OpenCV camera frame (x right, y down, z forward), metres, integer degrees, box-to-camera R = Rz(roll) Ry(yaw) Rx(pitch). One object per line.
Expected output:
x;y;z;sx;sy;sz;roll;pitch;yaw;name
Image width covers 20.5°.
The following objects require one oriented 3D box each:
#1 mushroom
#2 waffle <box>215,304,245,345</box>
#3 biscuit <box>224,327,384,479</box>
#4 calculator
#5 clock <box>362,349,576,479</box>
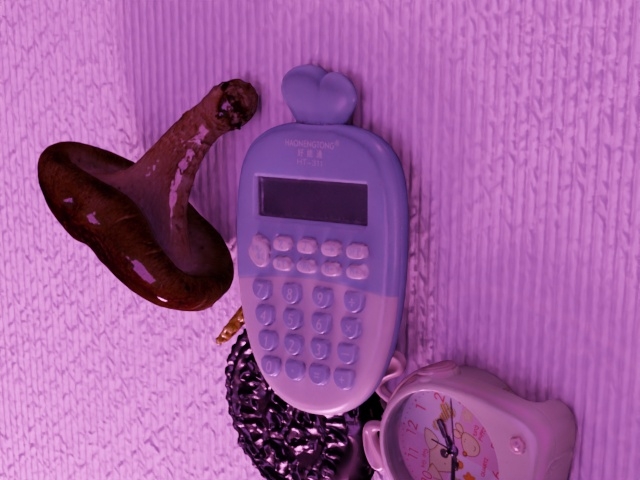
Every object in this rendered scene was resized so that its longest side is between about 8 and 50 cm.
-0.138;-0.073;1.628;0.227;0.148;0.217;38;112;16;mushroom
-0.070;0.067;1.641;0.016;0.078;0.085;43;148;2;waffle
-0.016;0.158;1.634;0.195;0.053;0.194;19;118;39;biscuit
0.000;0.000;1.529;0.188;0.042;0.302;7;96;44;calculator
0.118;0.174;1.496;0.191;0.062;0.151;27;121;32;clock
